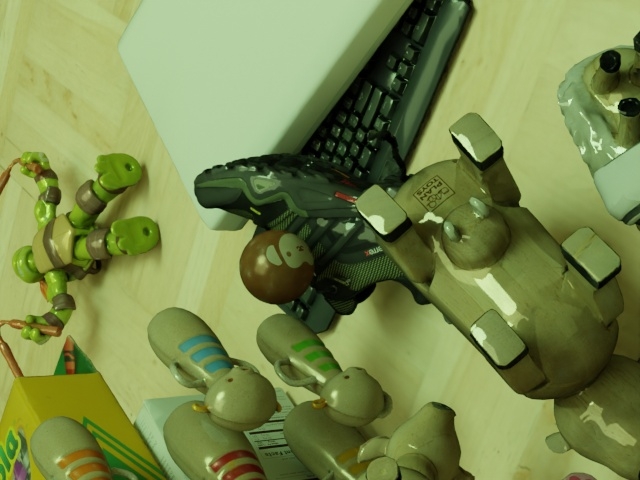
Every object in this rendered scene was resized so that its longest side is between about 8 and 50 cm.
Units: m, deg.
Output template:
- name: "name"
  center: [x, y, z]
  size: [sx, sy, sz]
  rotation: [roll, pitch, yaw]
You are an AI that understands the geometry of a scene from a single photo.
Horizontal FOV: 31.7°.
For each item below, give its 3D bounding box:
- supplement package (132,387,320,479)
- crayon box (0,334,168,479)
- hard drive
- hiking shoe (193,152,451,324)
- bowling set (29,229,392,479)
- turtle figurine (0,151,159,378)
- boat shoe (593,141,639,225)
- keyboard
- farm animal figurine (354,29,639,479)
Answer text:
- name: "supplement package"
  center: [-0.075, 0.262, 0.916]
  size: [0.203, 0.149, 0.194]
  rotation: [52, 126, 36]
- name: "crayon box"
  center: [-0.190, 0.247, 0.874]
  size: [0.318, 0.081, 0.202]
  rotation: [46, 123, 41]
- name: "hard drive"
  center: [-0.038, -0.208, 0.919]
  size: [0.353, 0.047, 0.233]
  rotation: [-50, 55, 34]
- name: "hiking shoe"
  center: [0.000, 0.000, 0.850]
  size: [0.227, 0.086, 0.114]
  rotation: [12, 105, 25]
- name: "bowling set"
  center: [-0.041, 0.106, 0.773]
  size: [0.154, 0.287, 0.199]
  rotation: [38, 120, 47]
- name: "turtle figurine"
  center: [-0.261, 0.012, 1.184]
  size: [0.217, 0.087, 0.269]
  rotation: [-26, 61, 38]
- name: "boat shoe"
  center: [0.283, -0.046, 0.506]
  size: [0.306, 0.113, 0.104]
  rotation: [-20, 84, 15]
- name: "keyboard"
  center: [-0.002, -0.100, 0.934]
  size: [0.201, 0.033, 0.317]
  rotation: [43, 119, 41]
- name: "farm animal figurine"
  center: [0.120, 0.079, 0.659]
  size: [0.330, 0.172, 0.326]
  rotation: [-24, 66, 5]
